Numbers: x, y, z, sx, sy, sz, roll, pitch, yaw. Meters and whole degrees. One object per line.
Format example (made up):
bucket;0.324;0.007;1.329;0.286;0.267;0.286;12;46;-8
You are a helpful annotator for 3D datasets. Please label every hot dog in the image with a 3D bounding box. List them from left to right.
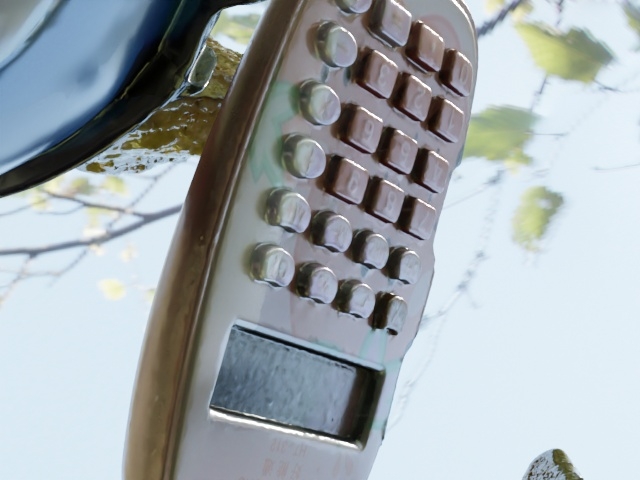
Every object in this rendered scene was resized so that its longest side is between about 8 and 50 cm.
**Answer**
hot dog;0.125;0.144;0.768;0.044;0.137;0.028;-45;-71;6

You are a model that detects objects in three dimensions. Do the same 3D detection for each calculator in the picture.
calculator;0.000;0.000;0.782;0.048;0.220;0.330;16;-95;32

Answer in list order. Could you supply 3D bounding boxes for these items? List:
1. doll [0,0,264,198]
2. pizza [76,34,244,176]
doll;-0.144;-0.144;0.394;0.284;0.240;0.310;-8;-61;10
pizza;-0.171;-0.080;0.767;0.280;0.287;0.075;29;-65;26
